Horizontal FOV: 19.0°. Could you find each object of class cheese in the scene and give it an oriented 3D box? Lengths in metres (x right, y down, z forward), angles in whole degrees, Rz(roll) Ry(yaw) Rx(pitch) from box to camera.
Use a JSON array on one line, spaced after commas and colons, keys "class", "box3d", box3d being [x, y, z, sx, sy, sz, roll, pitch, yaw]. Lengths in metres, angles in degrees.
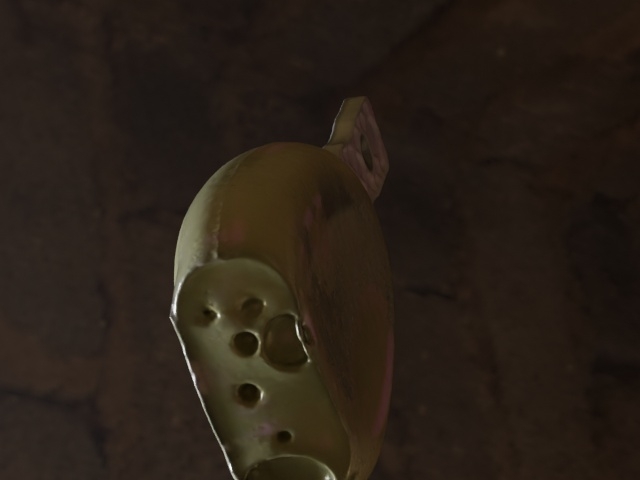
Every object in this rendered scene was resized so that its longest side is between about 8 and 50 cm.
[{"class": "cheese", "box3d": [0.000, 0.000, 0.583, 0.037, 0.097, 0.192, -13, 22, 15]}]
